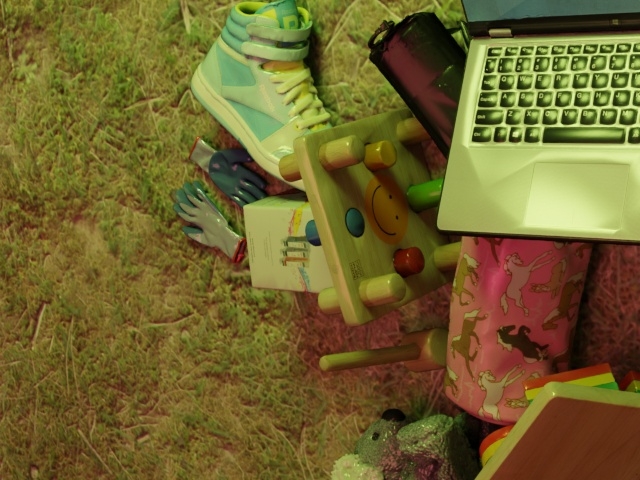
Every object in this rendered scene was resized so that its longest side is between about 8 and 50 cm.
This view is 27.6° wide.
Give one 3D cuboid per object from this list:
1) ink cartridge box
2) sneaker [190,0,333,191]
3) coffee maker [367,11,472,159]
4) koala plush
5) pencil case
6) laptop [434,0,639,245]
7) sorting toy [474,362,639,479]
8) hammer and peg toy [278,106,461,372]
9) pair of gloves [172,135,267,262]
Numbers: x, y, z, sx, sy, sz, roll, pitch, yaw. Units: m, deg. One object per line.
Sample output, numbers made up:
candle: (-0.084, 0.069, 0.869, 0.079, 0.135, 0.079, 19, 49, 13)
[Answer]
ink cartridge box: (0.000, 0.000, 1.876, 0.176, 0.128, 0.127, 4, 106, 35)
sneaker: (-0.041, -0.218, 1.844, 0.319, 0.127, 0.208, 40, 125, 20)
coffee maker: (0.149, -0.194, 1.676, 0.178, 0.171, 0.120, 53, 128, 12)
koala plush: (0.136, 0.311, 1.829, 0.221, 0.196, 0.203, -4, 106, 37)
pencil case: (0.264, 0.041, 1.665, 0.160, 0.167, 0.386, 24, 117, 38)
laptop: (0.284, -0.223, 1.420, 0.381, 0.236, 0.408, 3, 75, 33)
sorting toy: (0.329, 0.254, 1.631, 0.089, 0.255, 0.257, -102, 29, -44)
hammer and peg toy: (0.092, 0.015, 1.722, 0.127, 0.266, 0.361, -13, 94, 39)
pair of gloves: (-0.158, -0.070, 2.044, 0.159, 0.023, 0.198, 38, 124, 20)
